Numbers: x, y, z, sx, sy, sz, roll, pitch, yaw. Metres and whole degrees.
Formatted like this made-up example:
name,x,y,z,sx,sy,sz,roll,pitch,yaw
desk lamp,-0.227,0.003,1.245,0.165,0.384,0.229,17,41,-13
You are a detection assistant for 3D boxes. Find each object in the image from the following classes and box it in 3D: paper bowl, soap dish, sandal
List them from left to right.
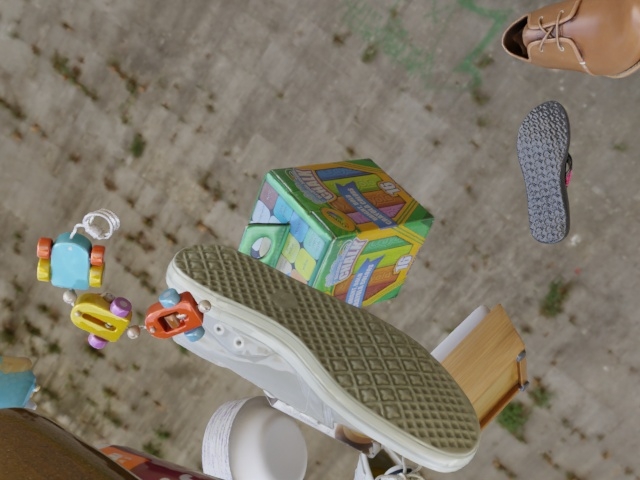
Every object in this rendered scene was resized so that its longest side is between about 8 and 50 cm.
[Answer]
name,x,y,z,sx,sy,sz,roll,pitch,yaw
paper bowl,-0.141,0.519,1.905,0.284,0.148,0.284,28,-125,-48
soap dish,0.255,0.277,1.427,0.118,0.291,0.229,39,166,31
sandal,0.289,-0.085,0.997,0.067,0.179,0.040,-1,-177,39

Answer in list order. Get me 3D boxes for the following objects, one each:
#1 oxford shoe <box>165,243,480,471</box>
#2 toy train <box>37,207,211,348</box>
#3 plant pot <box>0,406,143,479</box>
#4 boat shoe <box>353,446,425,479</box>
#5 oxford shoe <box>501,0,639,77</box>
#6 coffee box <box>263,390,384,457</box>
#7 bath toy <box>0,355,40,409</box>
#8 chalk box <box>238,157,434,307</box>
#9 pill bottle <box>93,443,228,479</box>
name,x,y,z,sx,sy,sz,roll,pitch,yaw
oxford shoe,-0.011,0.153,0.982,0.449,0.130,0.169,27,-150,20
toy train,-0.185,0.037,0.739,0.166,0.125,0.046,57,-165,-30
plant pot,-0.125,0.215,0.384,0.254,0.237,0.237,46,-159,22
boat shoe,0.160,0.501,1.570,0.136,0.156,0.367,1,-167,-12
oxford shoe,0.222,-0.177,0.682,0.076,0.076,0.212,-3,-174,-11
coffee box,0.038,0.266,1.469,0.297,0.168,0.119,38,-173,-37
bath toy,-0.671,0.390,1.671,0.129,0.348,0.151,20,-141,-2
chalk box,0.000,0.000,1.243,0.289,0.180,0.179,-13,-133,-40
pill bottle,-0.161,0.324,0.742,0.392,0.224,0.224,11,-171,22
